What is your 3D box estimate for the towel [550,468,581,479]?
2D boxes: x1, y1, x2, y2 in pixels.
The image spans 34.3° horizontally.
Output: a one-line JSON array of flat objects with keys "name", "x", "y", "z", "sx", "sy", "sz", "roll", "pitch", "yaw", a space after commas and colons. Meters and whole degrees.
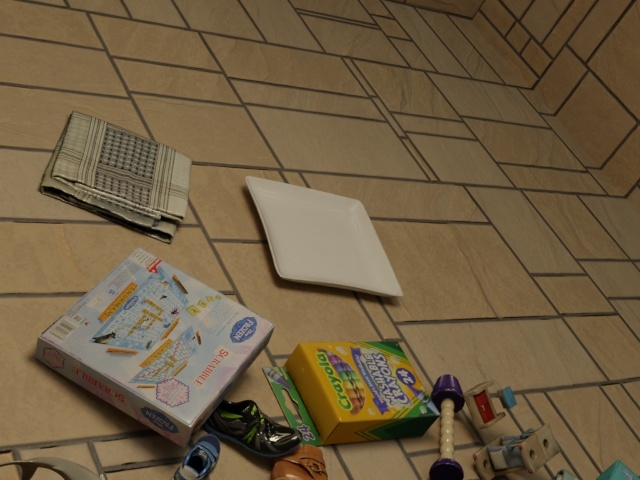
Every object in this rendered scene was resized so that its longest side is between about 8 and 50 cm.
[{"name": "towel", "x": 0.554, "y": 0.661, "z": 2.069, "sx": 0.320, "sy": 0.090, "sz": 0.374, "roll": 41, "pitch": 33, "yaw": 6}]

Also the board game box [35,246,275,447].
[{"name": "board game box", "x": -0.295, "y": 0.184, "z": 1.901, "sx": 0.318, "sy": 0.066, "sz": 0.319, "roll": 29, "pitch": 40, "yaw": 11}]

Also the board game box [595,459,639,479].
[{"name": "board game box", "x": 0.621, "y": 0.619, "z": 2.029, "sx": 0.254, "sy": 0.079, "sz": 0.336, "roll": 42, "pitch": 34, "yaw": 8}]

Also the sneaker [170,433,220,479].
[{"name": "sneaker", "x": -0.207, "y": 0.381, "z": 1.804, "sx": 0.053, "sy": 0.059, "sz": 0.144, "roll": 32, "pitch": 32, "yaw": 1}]

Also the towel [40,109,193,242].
[{"name": "towel", "x": -0.439, "y": -0.153, "z": 2.304, "sx": 0.312, "sy": 0.056, "sz": 0.324, "roll": 23, "pitch": 35, "yaw": -16}]

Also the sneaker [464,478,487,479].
[{"name": "sneaker", "x": 0.245, "y": 0.530, "z": 1.988, "sx": 0.275, "sy": 0.107, "sz": 0.110, "roll": -8, "pitch": 70, "yaw": -40}]

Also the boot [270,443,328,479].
[{"name": "boot", "x": 0.003, "y": 0.446, "z": 1.891, "sx": 0.197, "sy": 0.073, "sz": 0.152, "roll": 25, "pitch": 30, "yaw": -17}]

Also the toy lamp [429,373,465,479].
[{"name": "toy lamp", "x": 0.265, "y": 0.391, "z": 2.181, "sx": 0.080, "sy": 0.080, "sz": 0.275, "roll": 27, "pitch": 35, "yaw": -10}]

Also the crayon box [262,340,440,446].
[{"name": "crayon box", "x": 0.066, "y": 0.307, "z": 2.112, "sx": 0.323, "sy": 0.083, "sz": 0.203, "roll": 3, "pitch": 44, "yaw": -38}]

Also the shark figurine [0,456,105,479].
[{"name": "shark figurine", "x": -0.360, "y": 0.392, "z": 1.540, "sx": 0.278, "sy": 0.166, "sz": 0.116, "roll": 44, "pitch": 11, "yaw": 12}]

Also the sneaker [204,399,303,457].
[{"name": "sneaker", "x": -0.123, "y": 0.337, "z": 1.890, "sx": 0.188, "sy": 0.078, "sz": 0.067, "roll": 20, "pitch": 33, "yaw": 2}]

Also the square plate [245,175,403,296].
[{"name": "square plate", "x": 0.000, "y": 0.000, "z": 2.485, "sx": 0.347, "sy": 0.049, "sz": 0.344, "roll": 11, "pitch": 40, "yaw": -31}]

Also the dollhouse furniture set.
[{"name": "dollhouse furniture set", "x": 0.386, "y": 0.391, "z": 2.171, "sx": 0.129, "sy": 0.129, "sz": 0.184, "roll": -18, "pitch": 86, "yaw": -50}]
